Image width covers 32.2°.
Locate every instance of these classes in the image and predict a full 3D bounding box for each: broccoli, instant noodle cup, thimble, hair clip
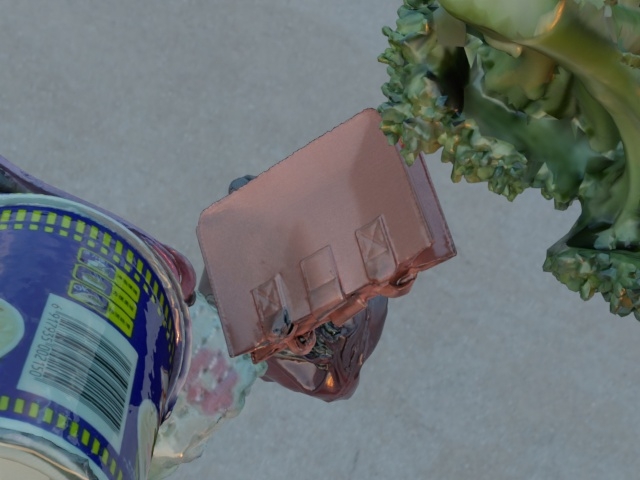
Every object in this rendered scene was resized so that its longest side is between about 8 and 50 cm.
[{"bbox_3d":[0.155,-0.108,0.698,0.302,0.249,0.375,-7,75,-33],"label":"broccoli"},{"bbox_3d":[-0.231,0.143,0.822,0.284,0.284,0.312,13,19,-13],"label":"instant noodle cup"},{"bbox_3d":[-0.173,0.151,1.185,0.149,0.211,0.185,50,5,-8],"label":"thimble"},{"bbox_3d":[-0.274,-0.025,1.021,0.358,0.110,0.095,34,6,-26],"label":"hair clip"}]

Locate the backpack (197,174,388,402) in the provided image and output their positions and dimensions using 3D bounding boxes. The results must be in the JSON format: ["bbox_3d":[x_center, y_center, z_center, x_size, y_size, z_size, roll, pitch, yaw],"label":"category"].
[{"bbox_3d":[-0.045,0.086,1.551,0.197,0.283,0.317,-2,28,-37],"label":"backpack"}]

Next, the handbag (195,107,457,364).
[{"bbox_3d":[0.000,0.000,0.947,0.059,0.212,0.157,27,38,-53],"label":"handbag"}]
